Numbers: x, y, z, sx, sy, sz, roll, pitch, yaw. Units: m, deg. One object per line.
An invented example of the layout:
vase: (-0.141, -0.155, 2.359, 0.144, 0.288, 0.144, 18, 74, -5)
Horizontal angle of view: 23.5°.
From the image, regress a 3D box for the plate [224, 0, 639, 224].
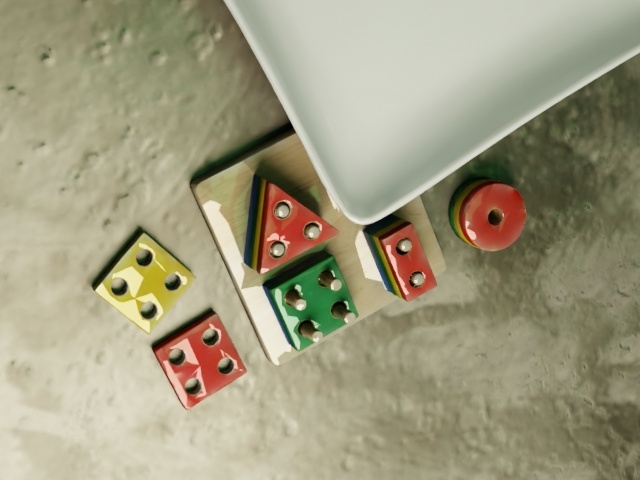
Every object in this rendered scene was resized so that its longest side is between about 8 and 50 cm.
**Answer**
plate: (0.062, -0.193, 0.909, 0.278, 0.045, 0.277, -33, 104, -12)

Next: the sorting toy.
sorting toy: (0.000, 0.000, 0.948, 0.274, 0.046, 0.132, -28, 112, -14)
